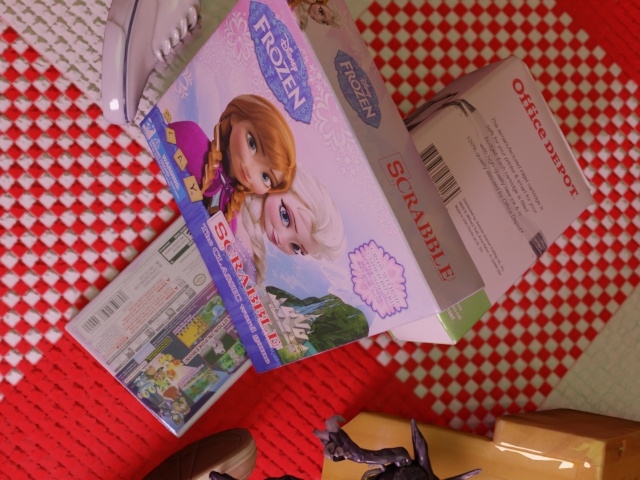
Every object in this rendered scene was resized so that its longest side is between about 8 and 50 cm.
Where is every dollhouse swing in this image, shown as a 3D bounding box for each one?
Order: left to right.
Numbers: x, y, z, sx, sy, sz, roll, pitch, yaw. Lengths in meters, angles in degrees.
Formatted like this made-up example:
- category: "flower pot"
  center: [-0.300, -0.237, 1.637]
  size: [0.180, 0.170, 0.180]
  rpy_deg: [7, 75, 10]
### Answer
- category: "dollhouse swing"
  center: [0.200, 0.372, 0.918]
  size: [0.315, 0.305, 0.347]
  rpy_deg: [11, 86, -51]

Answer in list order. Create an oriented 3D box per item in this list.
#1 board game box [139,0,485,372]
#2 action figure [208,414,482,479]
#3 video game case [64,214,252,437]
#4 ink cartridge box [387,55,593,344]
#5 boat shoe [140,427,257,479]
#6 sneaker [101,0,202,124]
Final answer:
- category: "board game box"
  center: [-0.034, -0.047, 0.743]
  size: [0.066, 0.318, 0.319]
  rpy_deg: [-24, 86, -37]
- category: "action figure"
  center: [0.024, 0.269, 0.791]
  size: [0.275, 0.141, 0.164]
  rpy_deg: [-4, 92, -12]
- category: "video game case"
  center: [-0.157, 0.093, 0.878]
  size: [0.201, 0.023, 0.183]
  rpy_deg: [-45, 96, -9]
- category: "ink cartridge box"
  center: [0.151, -0.047, 0.839]
  size: [0.273, 0.114, 0.198]
  rpy_deg: [-39, 105, -28]
- category: "boat shoe"
  center: [-0.178, 0.316, 0.836]
  size: [0.285, 0.104, 0.089]
  rpy_deg: [-36, 100, 1]
- category: "sneaker"
  center: [-0.180, -0.250, 0.843]
  size: [0.091, 0.094, 0.258]
  rpy_deg: [13, 86, -5]
